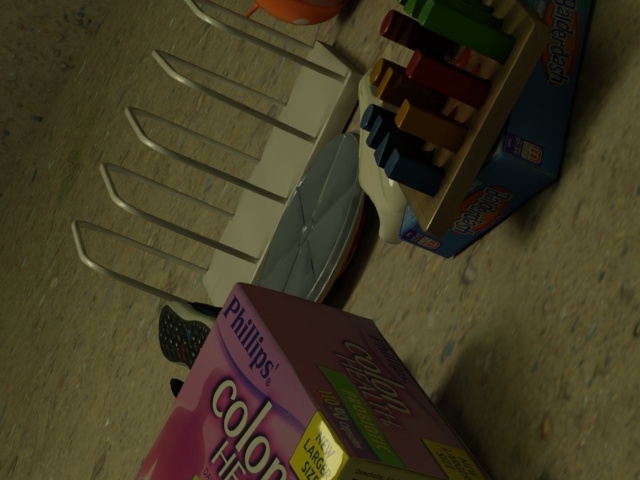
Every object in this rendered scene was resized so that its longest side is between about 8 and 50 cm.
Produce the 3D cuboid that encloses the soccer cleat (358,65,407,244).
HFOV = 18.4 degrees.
[{"bbox_3d":[0.056,-0.075,1.585,0.196,0.068,0.076,-96,30,-55],"label":"soccer cleat"}]

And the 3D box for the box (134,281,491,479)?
[{"bbox_3d":[-0.026,0.190,1.285,0.243,0.117,0.213,-61,32,17],"label":"box"}]

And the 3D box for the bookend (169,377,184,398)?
[{"bbox_3d":[-0.116,0.218,1.720,0.156,0.072,0.157,-66,15,4],"label":"bookend"}]

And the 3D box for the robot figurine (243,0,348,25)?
[{"bbox_3d":[0.000,-0.307,1.983,0.219,0.128,0.158,-55,22,34],"label":"robot figurine"}]

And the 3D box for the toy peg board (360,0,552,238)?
[{"bbox_3d":[0.072,-0.111,1.374,0.161,0.079,0.161,-62,16,15],"label":"toy peg board"}]

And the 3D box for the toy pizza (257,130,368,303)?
[{"bbox_3d":[0.000,0.000,1.720,0.201,0.032,0.201,-56,20,31],"label":"toy pizza"}]

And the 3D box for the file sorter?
[{"bbox_3d":[-0.105,-0.083,1.924,0.278,0.173,0.193,-64,16,9],"label":"file sorter"}]

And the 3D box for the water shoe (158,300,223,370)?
[{"bbox_3d":[-0.078,0.093,1.753,0.203,0.080,0.073,-145,55,-61],"label":"water shoe"}]

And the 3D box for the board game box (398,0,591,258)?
[{"bbox_3d":[0.129,-0.111,1.421,0.160,0.047,0.210,-40,32,58],"label":"board game box"}]
